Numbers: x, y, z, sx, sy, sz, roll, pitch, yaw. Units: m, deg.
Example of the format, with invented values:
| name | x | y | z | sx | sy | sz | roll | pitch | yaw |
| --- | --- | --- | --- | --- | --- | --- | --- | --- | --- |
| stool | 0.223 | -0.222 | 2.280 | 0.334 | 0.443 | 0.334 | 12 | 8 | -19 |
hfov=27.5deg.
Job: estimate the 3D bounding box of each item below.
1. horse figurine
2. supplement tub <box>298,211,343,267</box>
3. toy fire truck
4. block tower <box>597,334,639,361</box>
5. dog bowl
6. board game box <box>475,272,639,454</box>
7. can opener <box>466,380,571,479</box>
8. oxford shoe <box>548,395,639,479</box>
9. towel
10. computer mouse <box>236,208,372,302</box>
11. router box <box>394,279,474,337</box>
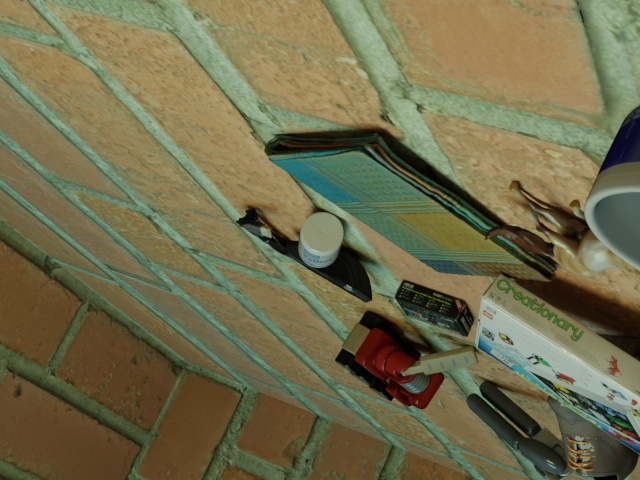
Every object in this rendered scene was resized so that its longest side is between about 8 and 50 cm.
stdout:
| name | x | y | z | sx | sy | sz | roll | pitch | yaw |
| --- | --- | --- | --- | --- | --- | --- | --- | --- | --- |
| horse figurine | 0.325 | -0.002 | 1.579 | 0.174 | 0.066 | 0.263 | 41 | 157 | -29 |
| supplement tub | 0.000 | 0.000 | 2.118 | 0.071 | 0.071 | 0.107 | 25 | 166 | 4 |
| toy fire truck | 0.191 | 0.249 | 2.569 | 0.246 | 0.158 | 0.217 | 27 | 169 | 42 |
| block tower | 0.499 | 0.205 | 1.948 | 0.091 | 0.097 | 0.335 | 33 | 163 | -25 |
| dog bowl | 0.401 | -0.027 | 1.282 | 0.265 | 0.104 | 0.265 | 25 | 165 | 7 |
| board game box | 0.366 | 0.183 | 1.894 | 0.305 | 0.053 | 0.193 | 33 | 161 | 17 |
| can opener | 0.391 | 0.367 | 2.575 | 0.283 | 0.076 | 0.095 | 41 | 170 | 42 |
| oxford shoe | 0.503 | 0.365 | 2.413 | 0.130 | 0.132 | 0.364 | 13 | 161 | 41 |
| towel | 0.123 | -0.044 | 1.829 | 0.370 | 0.040 | 0.271 | 32 | 165 | -30 |
| computer mouse | -0.023 | 0.012 | 2.232 | 0.262 | 0.060 | 0.184 | 29 | 175 | 42 |
| router box | 0.197 | 0.118 | 2.258 | 0.122 | 0.038 | 0.092 | 20 | 164 | 24 |
